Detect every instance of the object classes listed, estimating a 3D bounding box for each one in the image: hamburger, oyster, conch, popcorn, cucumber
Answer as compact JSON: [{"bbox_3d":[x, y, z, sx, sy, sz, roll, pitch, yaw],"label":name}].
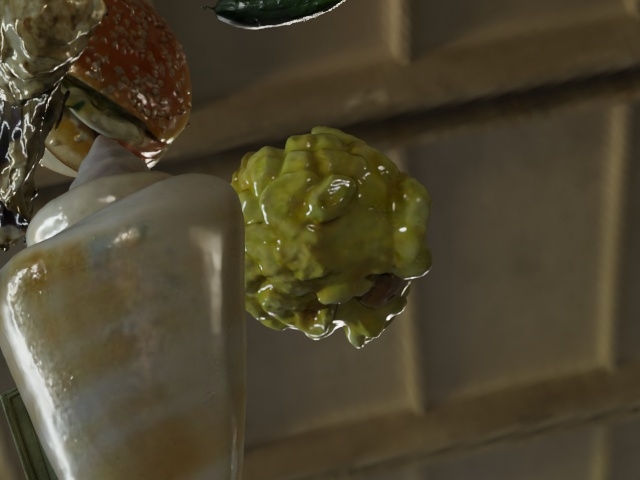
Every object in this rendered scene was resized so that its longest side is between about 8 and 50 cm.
[{"bbox_3d":[-0.221,-0.165,1.717,0.237,0.237,0.147,16,-33,-43],"label":"hamburger"},{"bbox_3d":[-0.217,-0.094,1.253,0.094,0.166,0.294,6,-48,-14],"label":"oyster"},{"bbox_3d":[-0.104,0.071,0.869,0.127,0.255,0.158,7,-23,-23],"label":"conch"},{"bbox_3d":[0.011,0.001,1.696,0.216,0.181,0.235,2,-39,13],"label":"popcorn"},{"bbox_3d":[-0.040,-0.229,1.722,0.168,0.039,0.039,-6,-24,25],"label":"cucumber"}]

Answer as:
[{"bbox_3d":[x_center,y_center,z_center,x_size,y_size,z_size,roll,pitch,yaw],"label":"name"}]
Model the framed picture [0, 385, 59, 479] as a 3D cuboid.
[{"bbox_3d":[-0.218,0.196,1.751,0.173,0.231,0.010,-28,-43,-2],"label":"framed picture"}]
